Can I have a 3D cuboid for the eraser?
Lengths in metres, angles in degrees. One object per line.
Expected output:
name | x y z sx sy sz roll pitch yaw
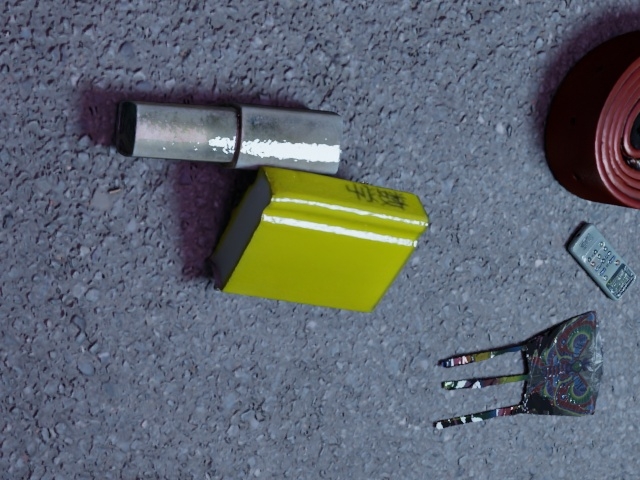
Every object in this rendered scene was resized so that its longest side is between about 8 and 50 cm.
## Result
eraser | 0.000 0.000 1.549 0.226 0.069 0.158 10 126 -30

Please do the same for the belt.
belt | 0.458 -0.172 1.781 0.324 0.115 0.227 -28 112 -22

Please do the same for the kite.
kite | 0.278 0.189 1.804 0.285 0.015 0.152 -8 103 -28

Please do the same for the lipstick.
lipstick | -0.101 -0.119 1.501 0.253 0.079 0.077 3 97 -30

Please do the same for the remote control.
remote control | 0.390 0.030 1.835 0.053 0.018 0.124 -50 118 -11
